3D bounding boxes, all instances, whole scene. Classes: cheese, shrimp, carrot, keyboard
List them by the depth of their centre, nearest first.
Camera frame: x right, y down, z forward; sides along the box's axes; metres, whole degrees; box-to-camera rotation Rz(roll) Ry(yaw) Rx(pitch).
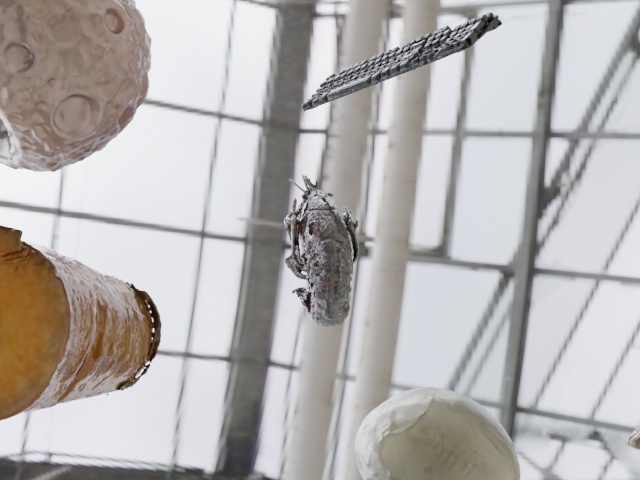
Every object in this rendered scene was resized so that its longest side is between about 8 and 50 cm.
[{"bbox_3d":[0.000,0.000,1.017,0.165,0.056,0.065,-99,14,-55],"label":"shrimp"},{"bbox_3d":[0.065,-0.152,1.099,0.060,0.195,0.018,-45,-70,-44],"label":"keyboard"},{"bbox_3d":[-0.297,0.086,1.343,0.254,0.196,0.196,14,-98,-74],"label":"carrot"},{"bbox_3d":[0.140,0.253,1.491,0.154,0.189,0.198,-50,-2,0],"label":"cheese"}]

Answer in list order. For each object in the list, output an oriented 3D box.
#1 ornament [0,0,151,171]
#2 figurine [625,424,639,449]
[{"bbox_3d":[-0.309,-0.212,1.408,0.225,0.259,0.259,-48,-53,-25],"label":"ornament"},{"bbox_3d":[0.389,0.056,0.523,0.361,0.266,0.378,40,-106,4],"label":"figurine"}]
